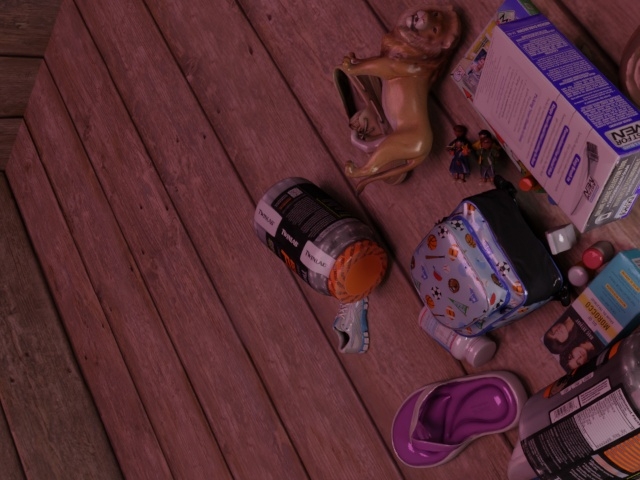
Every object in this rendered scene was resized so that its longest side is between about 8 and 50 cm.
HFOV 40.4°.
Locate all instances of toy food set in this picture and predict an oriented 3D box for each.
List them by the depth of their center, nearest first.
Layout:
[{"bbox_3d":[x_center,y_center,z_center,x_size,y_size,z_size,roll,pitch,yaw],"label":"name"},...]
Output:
[{"bbox_3d":[0.438,-0.024,1.537,0.111,0.104,0.232,-12,98,42],"label":"toy food set"}]

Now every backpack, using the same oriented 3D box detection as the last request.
[{"bbox_3d":[0.301,0.063,1.669,0.277,0.213,0.263,66,156,20],"label":"backpack"}]

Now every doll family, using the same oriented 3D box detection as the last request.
[{"bbox_3d":[0.303,-0.174,1.737,0.193,0.076,0.112,9,107,52],"label":"doll family"}]

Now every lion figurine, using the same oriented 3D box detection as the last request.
[{"bbox_3d":[0.172,-0.287,1.804,0.240,0.142,0.392,0,103,12],"label":"lion figurine"}]

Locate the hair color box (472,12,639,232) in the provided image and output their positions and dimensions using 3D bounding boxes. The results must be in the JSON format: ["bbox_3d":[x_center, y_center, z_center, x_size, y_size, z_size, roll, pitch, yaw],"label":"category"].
[{"bbox_3d":[0.404,-0.201,1.457,0.185,0.110,0.339,97,149,-52],"label":"hair color box"}]

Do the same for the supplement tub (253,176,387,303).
[{"bbox_3d":[0.000,0.000,2.030,0.316,0.193,0.194,40,124,40],"label":"supplement tub"}]

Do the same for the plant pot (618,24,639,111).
[{"bbox_3d":[0.564,-0.264,1.381,0.237,0.109,0.238,9,102,50],"label":"plant pot"}]

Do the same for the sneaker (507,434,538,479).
[{"bbox_3d":[0.414,0.388,1.692,0.094,0.080,0.212,-85,3,-49],"label":"sneaker"}]

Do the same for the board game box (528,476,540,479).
[{"bbox_3d":[0.469,0.535,1.617,0.160,0.039,0.212,-33,78,34],"label":"board game box"}]

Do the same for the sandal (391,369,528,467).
[{"bbox_3d":[0.260,0.374,1.840,0.416,0.102,0.169,-42,63,45],"label":"sandal"}]

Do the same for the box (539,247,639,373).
[{"bbox_3d":[0.504,0.133,1.546,0.101,0.060,0.244,55,133,30],"label":"box"}]

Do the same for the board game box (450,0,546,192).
[{"bbox_3d":[0.395,-0.278,1.632,0.317,0.046,0.213,60,136,26],"label":"board game box"}]

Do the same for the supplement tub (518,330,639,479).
[{"bbox_3d":[0.510,0.284,1.446,0.338,0.207,0.207,-46,61,42],"label":"supplement tub"}]

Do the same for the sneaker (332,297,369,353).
[{"bbox_3d":[0.065,0.179,2.065,0.071,0.082,0.191,-9,87,52],"label":"sneaker"}]

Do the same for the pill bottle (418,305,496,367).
[{"bbox_3d":[0.283,0.190,1.798,0.160,0.087,0.087,41,125,39],"label":"pill bottle"}]

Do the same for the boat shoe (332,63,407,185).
[{"bbox_3d":[0.105,-0.260,1.940,0.109,0.098,0.302,-33,70,47],"label":"boat shoe"}]
